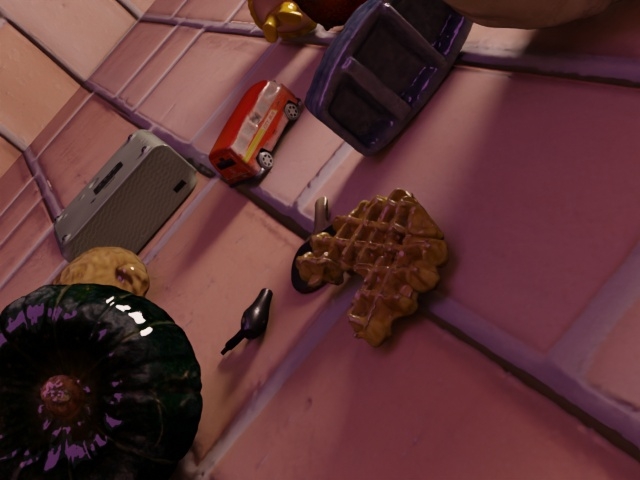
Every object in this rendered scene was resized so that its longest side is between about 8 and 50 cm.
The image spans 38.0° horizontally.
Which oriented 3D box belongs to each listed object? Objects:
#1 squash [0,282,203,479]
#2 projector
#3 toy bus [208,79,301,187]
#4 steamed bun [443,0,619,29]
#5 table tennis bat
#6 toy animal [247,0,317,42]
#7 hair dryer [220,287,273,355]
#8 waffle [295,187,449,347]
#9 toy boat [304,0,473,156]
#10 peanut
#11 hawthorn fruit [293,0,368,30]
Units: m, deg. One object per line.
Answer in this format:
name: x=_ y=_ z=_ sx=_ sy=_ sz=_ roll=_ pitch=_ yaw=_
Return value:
squash: x=-0.249 y=0.168 z=0.973 sx=0.252 sy=0.252 sz=0.165 roll=-48 pitch=-18 yaw=2
projector: x=-0.340 y=-0.067 z=1.588 sx=0.250 sy=0.108 sz=0.198 roll=-50 pitch=24 yaw=-2
toy bus: x=-0.097 y=-0.165 z=1.377 sx=0.079 sy=0.077 sz=0.174 roll=-15 pitch=41 yaw=49
steamed bun: x=0.227 y=-0.366 z=0.968 sx=0.394 sy=0.237 sz=0.346 roll=-14 pitch=61 yaw=7
table tennis bat: x=0.000 y=0.000 z=1.069 sx=0.087 sy=0.013 sz=0.156 roll=-36 pitch=29 yaw=26
toy animal: x=-0.052 y=-0.437 z=1.620 sx=0.156 sy=0.156 sz=0.229 roll=-31 pitch=34 yaw=33
hair dryer: x=-0.088 y=0.098 z=1.061 sx=0.083 sy=0.031 sz=0.079 roll=-43 pitch=14 yaw=30
waffle: x=0.053 y=0.024 z=0.910 sx=0.149 sy=0.051 sz=0.194 roll=-44 pitch=31 yaw=11
toy boat: x=0.096 y=-0.236 z=1.117 sx=0.283 sy=0.127 sz=0.078 roll=-54 pitch=20 yaw=-8
peanut: x=-0.352 y=0.100 z=1.374 sx=0.233 sy=0.110 sz=0.196 roll=-43 pitch=26 yaw=16
hawthorn fruit: x=0.053 y=-0.437 z=1.428 sx=0.235 sy=0.181 sz=0.181 roll=-35 pitch=27 yaw=5
